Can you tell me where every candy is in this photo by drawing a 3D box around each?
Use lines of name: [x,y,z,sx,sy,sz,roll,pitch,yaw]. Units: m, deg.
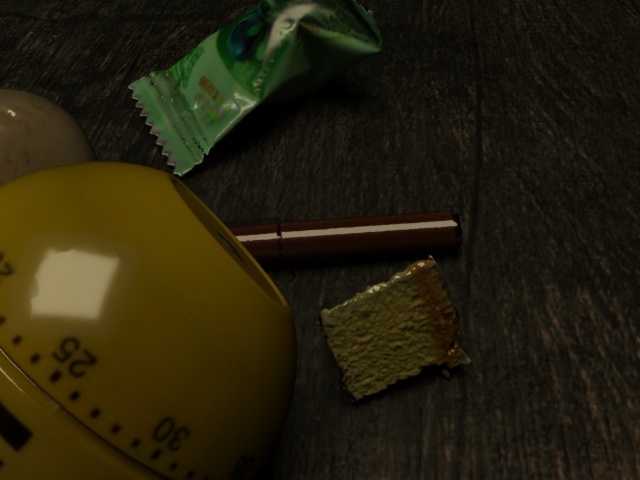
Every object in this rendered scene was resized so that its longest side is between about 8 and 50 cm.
candy: [-0.113,-0.285,1.161,0.397,0.172,0.263,-31,43,-7]

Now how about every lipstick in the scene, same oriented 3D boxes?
lipstick: [0.000,0.000,0.916,0.356,0.057,0.057,-4,43,1]

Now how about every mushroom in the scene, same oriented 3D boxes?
mushroom: [-0.378,-0.077,0.895,0.206,0.209,0.206,4,76,-18]

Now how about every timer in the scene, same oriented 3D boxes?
timer: [-0.219,0.129,0.621,0.387,0.376,0.376,-44,50,0]

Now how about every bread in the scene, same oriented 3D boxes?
bread: [0.070,0.079,0.764,0.147,0.152,0.127,-23,44,-4]
